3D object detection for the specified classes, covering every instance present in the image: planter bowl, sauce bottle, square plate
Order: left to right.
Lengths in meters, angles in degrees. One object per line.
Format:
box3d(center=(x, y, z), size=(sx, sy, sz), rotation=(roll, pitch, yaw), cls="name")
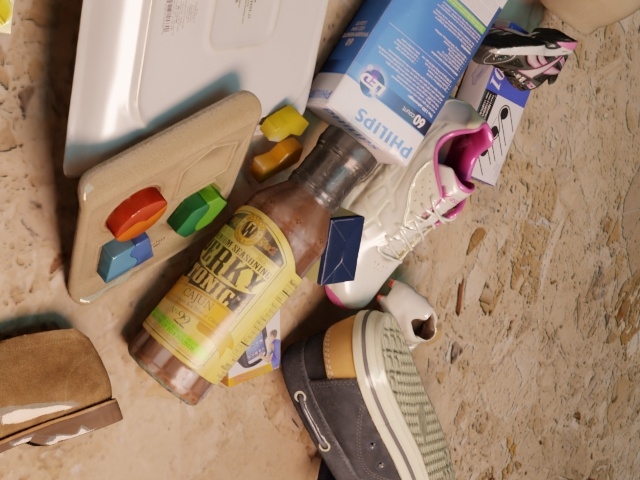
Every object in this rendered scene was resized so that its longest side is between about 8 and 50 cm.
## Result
box3d(center=(-0.088, -0.239, 1.063), size=(0.344, 0.049, 0.347), rotation=(-21, 132, -49), cls="square plate")
box3d(center=(-0.071, 0.021, 1.210), size=(0.344, 0.111, 0.111), rotation=(-52, 135, -5), cls="sauce bottle")
box3d(center=(0.359, -0.346, 1.451), size=(0.162, 0.162, 0.109), rotation=(5, 131, -44), cls="planter bowl")

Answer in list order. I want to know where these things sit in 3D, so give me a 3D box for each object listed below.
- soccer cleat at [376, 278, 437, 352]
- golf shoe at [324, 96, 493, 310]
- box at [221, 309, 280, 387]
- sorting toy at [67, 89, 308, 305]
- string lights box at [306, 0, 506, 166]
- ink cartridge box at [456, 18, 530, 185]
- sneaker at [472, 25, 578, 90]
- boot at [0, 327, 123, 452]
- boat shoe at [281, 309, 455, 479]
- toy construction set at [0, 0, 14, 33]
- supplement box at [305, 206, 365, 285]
box3d(center=(0.121, 0.117, 1.444), size=(0.068, 0.076, 0.196), rotation=(-51, 157, -15), cls="soccer cleat")
box3d(center=(0.106, -0.044, 1.347), size=(0.115, 0.140, 0.306), rotation=(21, 95, -47), cls="golf shoe")
box3d(center=(-0.087, 0.103, 1.312), size=(0.081, 0.028, 0.136), rotation=(-18, 121, -36), cls="box")
box3d(center=(-0.122, -0.056, 1.125), size=(0.307, 0.041, 0.229), rotation=(-32, 162, -28), cls="sorting toy")
box3d(center=(0.105, -0.232, 1.280), size=(0.133, 0.076, 0.260), rotation=(36, 82, -27), cls="string lights box")
box3d(center=(0.229, -0.186, 1.463), size=(0.097, 0.046, 0.207), rotation=(17, 95, -46), cls="ink cartridge box")
box3d(center=(0.261, -0.227, 1.394), size=(0.178, 0.072, 0.077), rotation=(-6, 121, -36), cls="sneaker")
box3d(center=(-0.354, 0.171, 1.067), size=(0.305, 0.112, 0.115), rotation=(-16, 89, -33), cls="boot")
box3d(center=(0.082, 0.305, 1.454), size=(0.187, 0.156, 0.500), rotation=(-78, 151, -53), cls="boat shoe")
box3d(center=(-0.264, -0.348, 0.857), size=(0.215, 0.151, 0.328), rotation=(33, 76, -21), cls="toy construction set")
box3d(center=(0.000, 0.000, 1.305), size=(0.056, 0.083, 0.083), rotation=(-6, 112, -42), cls="supplement box")
